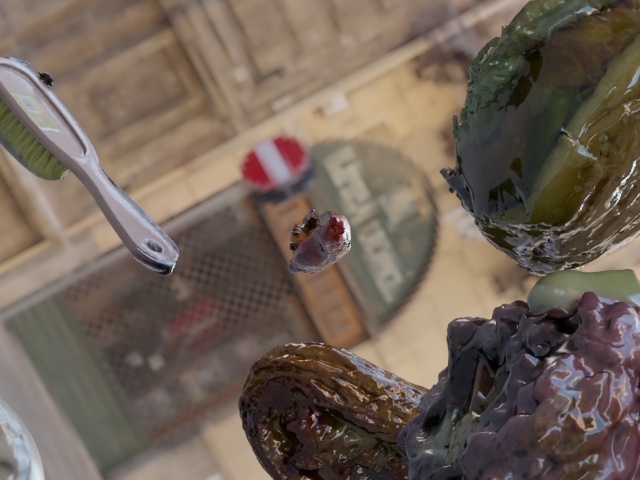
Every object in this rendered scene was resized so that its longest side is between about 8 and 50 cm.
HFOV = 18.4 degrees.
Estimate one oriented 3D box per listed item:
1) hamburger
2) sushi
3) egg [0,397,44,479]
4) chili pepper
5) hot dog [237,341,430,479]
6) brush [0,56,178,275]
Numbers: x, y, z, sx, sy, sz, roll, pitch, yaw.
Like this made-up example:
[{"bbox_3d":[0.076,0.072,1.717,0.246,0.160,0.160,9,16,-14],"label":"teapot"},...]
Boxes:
[{"bbox_3d":[0.206,-0.095,1.323,0.134,0.265,0.285,52,2,15],"label":"hamburger"},{"bbox_3d":[0.154,0.128,1.243,0.171,0.236,0.270,21,0,-10],"label":"sushi"},{"bbox_3d":[-0.319,0.214,1.608,0.183,0.183,0.217,59,-37,20],"label":"egg"},{"bbox_3d":[0.000,0.000,1.895,0.050,0.059,0.268,28,-11,-7],"label":"chili pepper"},{"bbox_3d":[0.035,0.172,1.765,0.227,0.160,0.099,26,30,-18],"label":"hot dog"},{"bbox_3d":[-0.232,-0.061,1.834,0.072,0.067,0.313,-1,41,-50],"label":"brush"}]
